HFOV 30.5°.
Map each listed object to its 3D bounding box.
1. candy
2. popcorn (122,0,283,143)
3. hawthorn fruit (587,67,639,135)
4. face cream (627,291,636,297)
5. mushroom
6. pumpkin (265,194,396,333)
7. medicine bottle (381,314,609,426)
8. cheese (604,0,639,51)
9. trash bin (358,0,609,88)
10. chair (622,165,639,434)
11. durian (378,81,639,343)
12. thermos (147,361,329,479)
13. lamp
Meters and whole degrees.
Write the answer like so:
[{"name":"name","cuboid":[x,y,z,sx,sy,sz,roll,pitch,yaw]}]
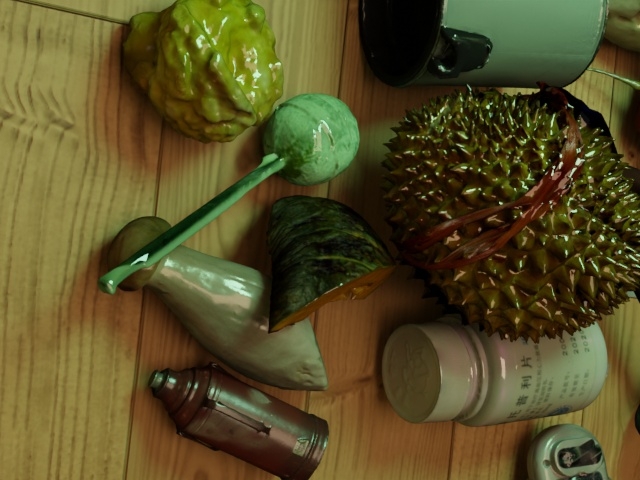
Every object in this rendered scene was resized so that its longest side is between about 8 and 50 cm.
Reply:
[{"name":"candy","cuboid":[-0.108,-0.057,1.418,0.440,0.119,0.119,-38,109,-39]},{"name":"popcorn","cuboid":[-0.138,-0.213,1.427,0.198,0.156,0.197,17,65,-41]},{"name":"hawthorn fruit","cuboid":[0.517,-0.229,1.815,0.285,0.165,0.165,29,76,-15]},{"name":"face cream","cuboid":[0.542,-0.015,1.883,0.114,0.070,0.224,7,99,-27]},{"name":"mushroom","cuboid":[-0.109,0.089,1.458,0.350,0.128,0.128,35,73,-23]},{"name":"pumpkin","cuboid":[0.001,-0.002,1.459,0.163,0.111,0.278,58,29,9]},{"name":"medicine bottle","cuboid":[0.243,0.171,1.637,0.293,0.170,0.170,-1,91,-30]},{"name":"cheese","cuboid":[0.537,-0.380,1.770,0.248,0.251,0.173,28,61,-39]},{"name":"trash bin","cuboid":[0.214,-0.313,1.582,0.263,0.277,0.217,-2,134,-26]},{"name":"chair","cuboid":[0.492,0.089,1.753,0.226,0.226,0.401,-40,108,-24]},{"name":"durian","cuboid":[0.253,-0.042,1.504,0.385,0.347,0.347,23,78,-7]},{"name":"thermos","cuboid":[-0.108,0.219,1.462,0.232,0.124,0.098,29,79,-19]},{"name":"lamp","cuboid":[0.364,0.396,1.746,0.180,0.108,0.246,-3,85,-27]}]
